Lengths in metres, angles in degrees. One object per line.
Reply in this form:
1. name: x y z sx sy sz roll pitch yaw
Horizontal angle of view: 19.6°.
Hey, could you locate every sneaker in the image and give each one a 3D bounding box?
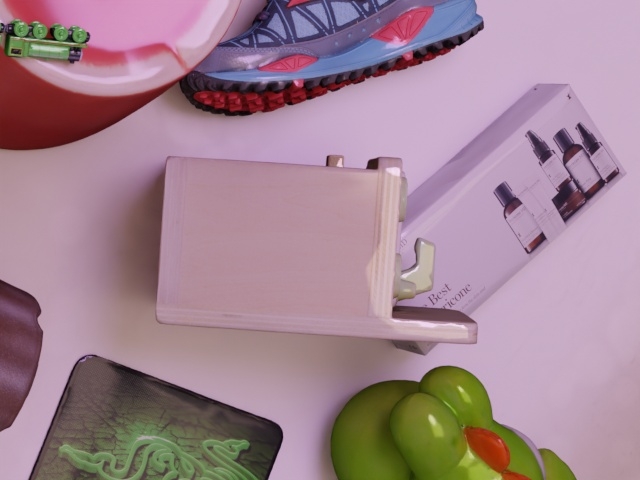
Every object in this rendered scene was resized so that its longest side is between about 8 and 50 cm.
1. sneaker: -0.005 -0.177 1.451 0.261 0.104 0.125 -19 88 -28

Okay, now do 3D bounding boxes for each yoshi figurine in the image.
1. yoshi figurine: 0.119 0.243 1.512 0.203 0.203 0.362 -13 120 18

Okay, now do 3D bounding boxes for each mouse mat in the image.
1. mouse mat: -0.132 0.188 1.458 0.189 0.007 0.153 23 85 -24

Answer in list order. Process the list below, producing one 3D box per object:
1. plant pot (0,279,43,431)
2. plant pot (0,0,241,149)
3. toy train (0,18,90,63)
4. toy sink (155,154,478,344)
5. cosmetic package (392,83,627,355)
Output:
1. plant pot: -0.297 0.069 1.302 0.165 0.167 0.167 24 84 -32
2. plant pot: -0.182 -0.196 1.278 0.275 0.243 0.275 -2 95 -23
3. toy train: -0.183 -0.124 1.141 0.083 0.017 0.024 4 102 -23
4. toy sink: 0.000 0.000 1.382 0.234 0.153 0.131 4 92 -1
5. cosmetic package: 0.134 -0.020 1.529 0.239 0.060 0.099 -41 107 -15
